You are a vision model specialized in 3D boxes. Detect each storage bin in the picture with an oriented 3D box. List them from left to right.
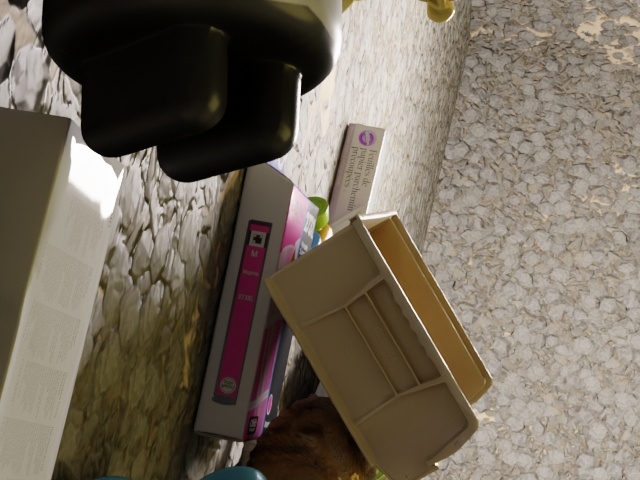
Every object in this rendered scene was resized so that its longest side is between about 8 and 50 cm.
[{"bbox_3d":[0.078,0.110,1.278,0.260,0.123,0.262,59,11,3],"label":"storage bin"}]

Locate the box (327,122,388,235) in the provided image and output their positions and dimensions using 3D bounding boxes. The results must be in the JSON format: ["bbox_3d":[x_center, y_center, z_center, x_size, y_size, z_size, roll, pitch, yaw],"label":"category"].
[{"bbox_3d":[0.042,-0.024,1.819,0.067,0.063,0.324,73,29,-70],"label":"box"}]

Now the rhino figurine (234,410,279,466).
[{"bbox_3d":[-0.076,0.305,1.466,0.106,0.073,0.243,-28,125,-64],"label":"rhino figurine"}]

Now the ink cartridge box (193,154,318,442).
[{"bbox_3d":[-0.062,0.042,1.331,0.176,0.069,0.371,40,59,-78],"label":"ink cartridge box"}]

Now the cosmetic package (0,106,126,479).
[{"bbox_3d":[-0.181,0.052,0.676,0.099,0.060,0.239,50,50,-72],"label":"cosmetic package"}]

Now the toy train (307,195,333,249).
[{"bbox_3d":[0.000,0.000,1.552,0.248,0.105,0.143,-68,151,-49],"label":"toy train"}]

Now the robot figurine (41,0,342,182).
[{"bbox_3d":[-0.074,-0.179,0.678,0.209,0.173,0.278,86,4,-75],"label":"robot figurine"}]

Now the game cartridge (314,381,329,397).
[{"bbox_3d":[0.033,0.220,1.879,0.230,0.068,0.355,-63,179,30],"label":"game cartridge"}]

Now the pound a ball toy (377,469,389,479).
[{"bbox_3d":[0.008,0.322,1.407,0.319,0.208,0.136,-27,145,-24],"label":"pound a ball toy"}]

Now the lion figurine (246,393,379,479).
[{"bbox_3d":[-0.073,0.320,1.197,0.392,0.240,0.142,-39,117,-18],"label":"lion figurine"}]

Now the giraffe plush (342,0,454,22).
[{"bbox_3d":[0.108,-0.378,1.526,0.181,0.170,0.210,83,20,-60],"label":"giraffe plush"}]

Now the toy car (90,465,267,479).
[{"bbox_3d":[-0.120,0.337,0.906,0.238,0.210,0.219,-62,-139,35],"label":"toy car"}]
